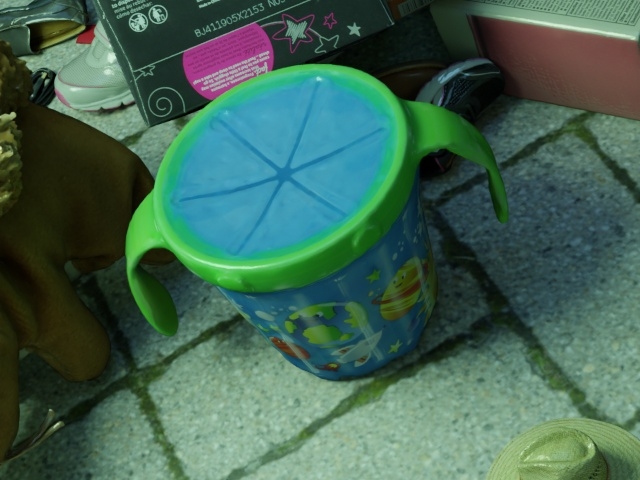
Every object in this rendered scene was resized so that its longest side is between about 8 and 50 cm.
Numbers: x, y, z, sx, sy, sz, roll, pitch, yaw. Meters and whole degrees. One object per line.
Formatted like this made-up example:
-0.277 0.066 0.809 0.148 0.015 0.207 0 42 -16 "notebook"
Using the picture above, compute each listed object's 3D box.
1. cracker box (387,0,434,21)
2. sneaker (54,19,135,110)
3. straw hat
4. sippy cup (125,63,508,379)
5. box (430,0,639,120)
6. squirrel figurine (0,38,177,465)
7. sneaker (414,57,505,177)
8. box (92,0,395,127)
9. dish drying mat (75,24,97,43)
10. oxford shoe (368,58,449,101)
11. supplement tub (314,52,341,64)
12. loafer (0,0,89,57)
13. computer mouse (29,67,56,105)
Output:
0.086 -0.354 1.470 0.156 0.067 0.232 -26 76 4 "cracker box"
-0.215 -0.254 1.736 0.252 0.111 0.103 -41 47 -13 "sneaker"
0.194 0.182 1.196 0.144 0.061 0.144 -13 48 14 "straw hat"
0.000 0.000 1.332 0.305 0.224 0.240 10 57 31 "sippy cup"
0.253 -0.226 1.484 0.232 0.127 0.148 16 61 35 "box"
-0.343 0.017 1.356 0.281 0.397 0.370 1 43 20 "squirrel figurine"
0.118 -0.103 1.490 0.178 0.072 0.077 -40 52 3 "sneaker"
-0.078 -0.225 1.403 0.247 0.163 0.142 -23 5 -2 "box"
-0.261 -0.254 1.831 0.083 0.008 0.032 6 55 29 "dish drying mat"
0.045 -0.117 1.533 0.212 0.076 0.076 -27 58 13 "oxford shoe"
-0.108 -0.334 1.578 0.235 0.325 0.235 -26 30 16 "supplement tub"
-0.367 -0.257 1.846 0.170 0.062 0.061 -27 51 6 "loafer"
-0.360 -0.120 1.735 0.071 0.041 0.242 -7 48 20 "computer mouse"
